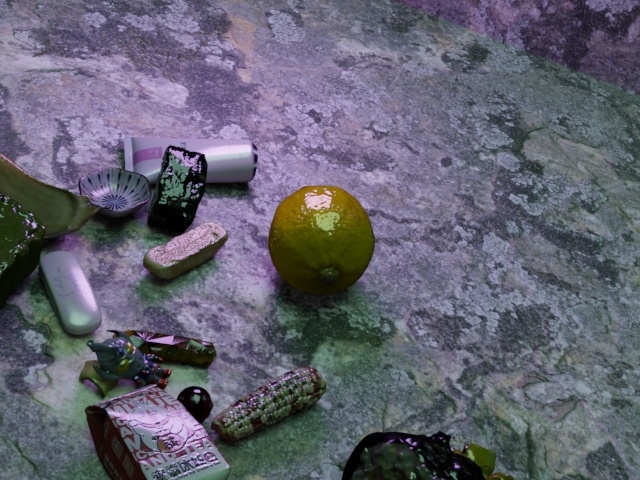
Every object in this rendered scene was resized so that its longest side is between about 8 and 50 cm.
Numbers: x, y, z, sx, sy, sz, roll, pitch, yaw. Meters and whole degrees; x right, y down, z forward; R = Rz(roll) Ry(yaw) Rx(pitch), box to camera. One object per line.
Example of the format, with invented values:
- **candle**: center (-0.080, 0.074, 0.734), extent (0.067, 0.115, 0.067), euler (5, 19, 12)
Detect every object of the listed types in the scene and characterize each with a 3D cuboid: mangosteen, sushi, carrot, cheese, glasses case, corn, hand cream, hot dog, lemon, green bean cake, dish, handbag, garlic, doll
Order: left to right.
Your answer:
- **green bean cake**: center (-0.798, 0.035, 1.784), extent (0.319, 0.218, 0.335), euler (34, 49, 3)
- **garlic**: center (-0.670, -0.086, 1.966), extent (0.339, 0.196, 0.151), euler (29, 45, -4)
- **glasses case**: center (-0.565, 0.115, 1.891), extent (0.092, 0.059, 0.233), euler (-10, 51, -32)
- **cheese**: center (-0.472, 0.284, 1.765), extent (0.084, 0.041, 0.060), euler (29, 42, 8)
- **dish**: center (-0.522, -0.107, 2.132), extent (0.191, 0.066, 0.190), euler (7, 38, -6)
- **doll**: center (-0.407, 0.257, 1.772), extent (0.195, 0.062, 0.104), euler (32, 75, -24)
- **handbag**: center (-0.322, 0.407, 1.632), extent (0.171, 0.151, 0.298), euler (-13, 45, -37)
- **carrot**: center (-0.346, 0.238, 1.854), extent (0.229, 0.069, 0.069), euler (9, 43, -15)
- **sushi**: center (-0.363, -0.132, 2.157), extent (0.127, 0.124, 0.225), euler (16, 66, -12)
- **hot dog**: center (-0.331, 0.030, 2.066), extent (0.084, 0.073, 0.242), euler (37, 43, 20)
- **hand cream**: center (-0.355, -0.221, 2.301), extent (0.359, 0.118, 0.185), euler (-1, 53, -15)
- **mangosteen**: center (-0.262, 0.344, 1.760), extent (0.081, 0.081, 0.081), euler (12, 43, -11)
- **corn**: center (-0.106, 0.355, 1.809), extent (0.281, 0.092, 0.092), euler (-24, 58, -35)
- **lemon**: center (0.000, -0.001, 2.090), extent (0.293, 0.293, 0.293), euler (12, 43, -11)
- **sushi**: center (0.223, 0.528, 1.611), extent (0.285, 0.327, 0.329), euler (1, 30, -41)
